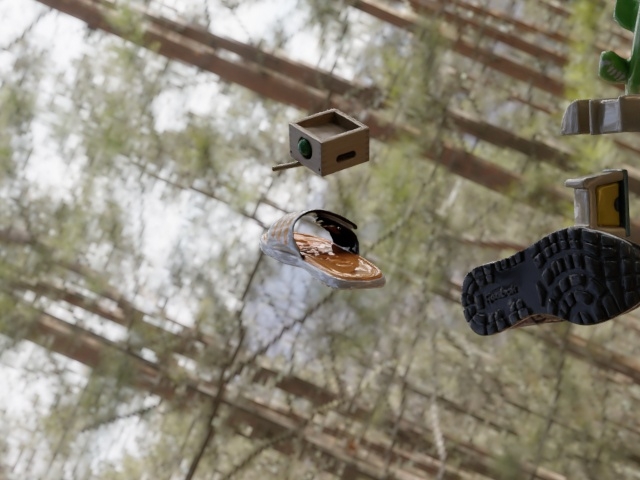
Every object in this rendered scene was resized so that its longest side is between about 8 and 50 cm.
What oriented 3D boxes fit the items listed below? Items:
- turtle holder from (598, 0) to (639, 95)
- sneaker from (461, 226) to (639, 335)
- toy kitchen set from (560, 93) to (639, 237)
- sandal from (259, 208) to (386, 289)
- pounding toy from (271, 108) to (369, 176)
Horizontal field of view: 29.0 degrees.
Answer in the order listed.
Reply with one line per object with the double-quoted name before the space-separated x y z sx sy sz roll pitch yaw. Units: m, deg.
"turtle holder" 0.453 -0.252 1.446 0.243 0.227 0.320 -38 -44 -71
"sneaker" 0.291 0.043 1.399 0.283 0.124 0.107 -14 81 57
"toy kitchen set" 0.381 -0.083 1.396 0.207 0.122 0.166 -175 80 -68
"sandal" 0.010 0.000 1.565 0.265 0.102 0.076 25 114 61
"pounding toy" -0.002 -0.171 2.327 0.141 0.130 0.100 -21 -55 -29
